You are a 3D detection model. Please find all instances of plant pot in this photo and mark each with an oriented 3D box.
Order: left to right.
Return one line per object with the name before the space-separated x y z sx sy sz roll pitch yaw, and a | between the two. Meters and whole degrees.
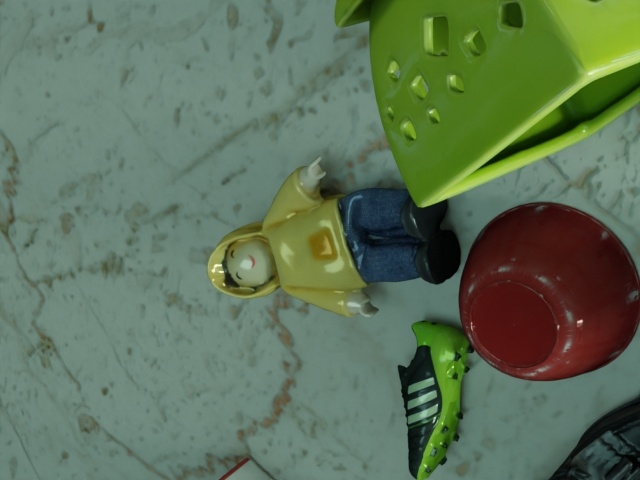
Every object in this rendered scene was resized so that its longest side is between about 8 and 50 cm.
plant pot | 0.160 -0.185 0.832 0.207 0.227 0.228 61 146 9

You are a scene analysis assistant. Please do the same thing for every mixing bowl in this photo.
mixing bowl | 0.201 0.064 0.996 0.181 0.098 0.181 13 115 29

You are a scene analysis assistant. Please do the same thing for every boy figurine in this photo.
boy figurine | 0.000 0.000 1.112 0.285 0.092 0.177 -7 106 32

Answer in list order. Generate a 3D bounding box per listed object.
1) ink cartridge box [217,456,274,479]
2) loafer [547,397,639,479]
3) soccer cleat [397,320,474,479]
ink cartridge box | -0.157 0.431 1.310 0.114 0.197 0.272 40 125 15
loafer | 0.258 0.270 1.036 0.109 0.095 0.302 45 126 11
soccer cleat | 0.114 0.169 1.124 0.072 0.060 0.178 23 113 36
